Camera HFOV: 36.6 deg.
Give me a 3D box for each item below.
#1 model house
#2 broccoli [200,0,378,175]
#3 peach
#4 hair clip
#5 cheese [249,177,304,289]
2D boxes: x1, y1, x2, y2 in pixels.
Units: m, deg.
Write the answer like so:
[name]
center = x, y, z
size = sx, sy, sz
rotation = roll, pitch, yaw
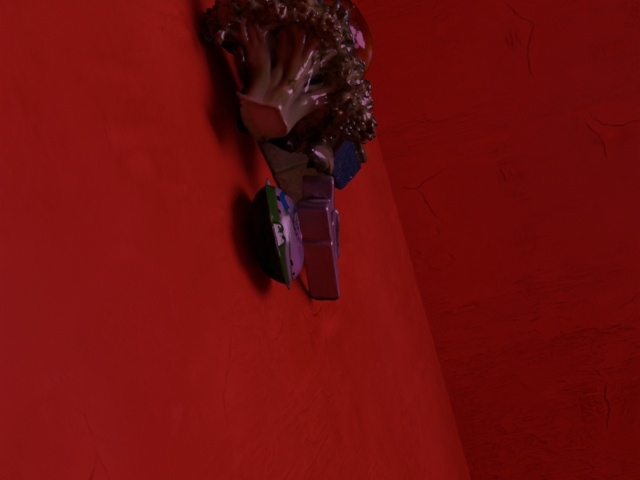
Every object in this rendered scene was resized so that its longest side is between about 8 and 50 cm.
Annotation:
[model house]
center = -0.008, -0.206, 2.054
size = 0.195, 0.189, 0.214
rotation = -87, 157, -49
[broccoli]
center = -0.048, -0.296, 1.788
size = 0.338, 0.277, 0.318
rotation = 49, 36, -55
[peach]
center = -0.014, -0.447, 2.246
size = 0.275, 0.248, 0.245
rotation = -110, -150, -48
[hair clip]
center = -0.005, -0.001, 1.920
size = 0.331, 0.085, 0.101
rotation = 81, 16, -57
[cheese]
center = -0.076, -0.013, 1.766
size = 0.320, 0.083, 0.204
rotation = -53, 132, -88
